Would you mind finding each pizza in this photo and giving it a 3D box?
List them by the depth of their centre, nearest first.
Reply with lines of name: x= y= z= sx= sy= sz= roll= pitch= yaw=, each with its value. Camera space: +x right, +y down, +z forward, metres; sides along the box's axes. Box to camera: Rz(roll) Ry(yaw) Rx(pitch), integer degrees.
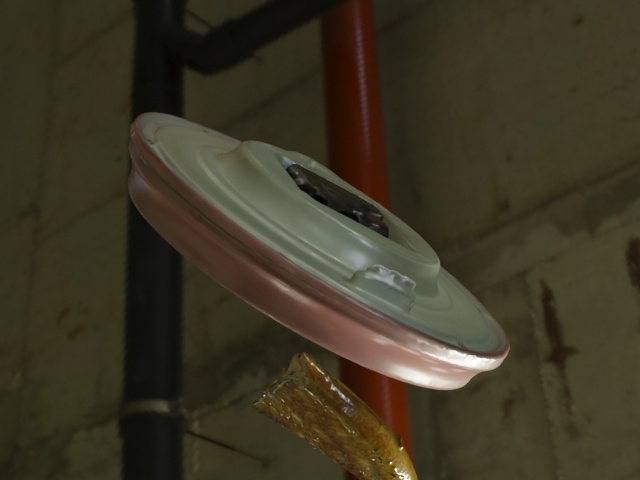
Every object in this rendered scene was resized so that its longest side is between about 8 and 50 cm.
pizza: x=0.006 y=0.158 z=1.077 sx=0.036 sy=0.184 sz=0.176 roll=-51 pitch=-158 yaw=-21

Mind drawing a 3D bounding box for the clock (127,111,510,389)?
clock: x=0.001 y=-0.001 z=0.706 sx=0.056 sy=0.244 sz=0.244 roll=-59 pitch=-140 yaw=10
